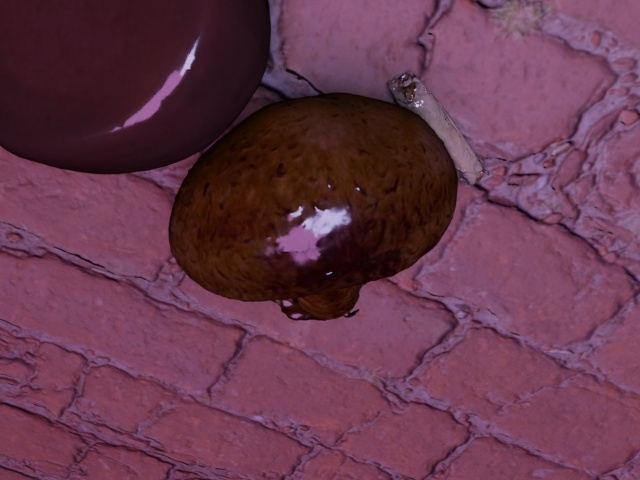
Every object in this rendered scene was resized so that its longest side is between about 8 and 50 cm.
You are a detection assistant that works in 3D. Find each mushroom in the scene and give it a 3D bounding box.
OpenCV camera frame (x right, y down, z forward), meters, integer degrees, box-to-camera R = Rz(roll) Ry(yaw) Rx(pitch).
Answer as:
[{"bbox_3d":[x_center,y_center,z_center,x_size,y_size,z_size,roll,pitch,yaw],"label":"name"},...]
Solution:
[{"bbox_3d":[-0.019,-0.005,0.837,0.331,0.334,0.356,1,113,-21],"label":"mushroom"}]

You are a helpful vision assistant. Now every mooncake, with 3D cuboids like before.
[{"bbox_3d":[-0.233,-0.224,0.759,0.334,0.174,0.326,44,102,16],"label":"mooncake"}]

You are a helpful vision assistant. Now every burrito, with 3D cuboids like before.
[{"bbox_3d":[0.154,-0.140,0.896,0.045,0.041,0.185,-47,116,-12],"label":"burrito"}]
